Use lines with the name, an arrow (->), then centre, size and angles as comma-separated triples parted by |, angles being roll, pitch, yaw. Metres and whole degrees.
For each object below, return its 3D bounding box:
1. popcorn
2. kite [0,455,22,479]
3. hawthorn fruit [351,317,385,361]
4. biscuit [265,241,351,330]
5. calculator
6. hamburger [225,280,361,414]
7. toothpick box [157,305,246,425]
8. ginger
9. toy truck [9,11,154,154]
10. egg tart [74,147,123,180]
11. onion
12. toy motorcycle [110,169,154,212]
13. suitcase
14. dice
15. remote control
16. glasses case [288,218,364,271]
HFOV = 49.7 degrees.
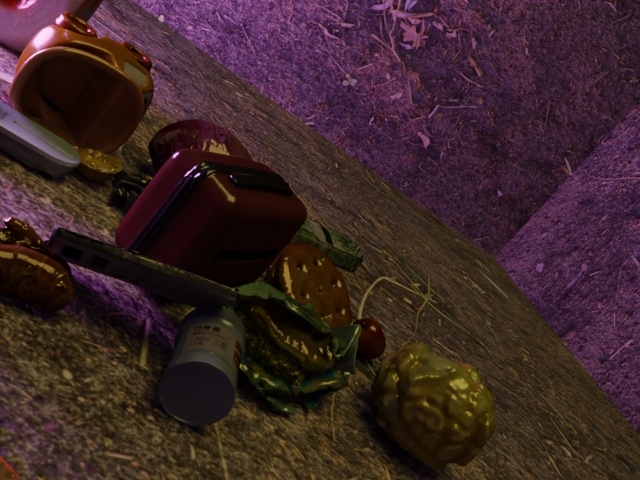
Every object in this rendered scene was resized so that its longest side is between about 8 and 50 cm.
popcorn -> 0.202, 0.293, 1.250 | 0.255, 0.194, 0.256 | 33, -3, -40
kite -> -0.422, 0.147, 0.553 | 0.378, 0.013, 0.327 | 27, 19, -32
hawthorn fruit -> 0.100, 0.214, 1.453 | 0.081, 0.081, 0.093 | -94, 161, -69
biscuit -> -0.017, 0.108, 1.369 | 0.220, 0.066, 0.220 | 35, 37, -33
calculator -> -0.255, 0.044, 0.967 | 0.262, 0.021, 0.161 | 22, -19, -20
hamburger -> -0.052, 0.149, 1.139 | 0.261, 0.150, 0.276 | 41, 16, 10
toothpick box -> -0.156, 0.166, 0.940 | 0.101, 0.101, 0.153 | 35, 17, -14
ginger -> -0.384, 0.022, 0.873 | 0.162, 0.073, 0.103 | 30, 17, -27
toy truck -> -0.461, -0.299, 1.349 | 0.288, 0.204, 0.211 | 25, 24, -42
egg tart -> -0.418, -0.139, 1.286 | 0.105, 0.039, 0.105 | 20, 18, -7
onion -> -0.223, -0.128, 1.450 | 0.267, 0.159, 0.348 | 41, 17, -30
toy motorcycle -> -0.340, -0.084, 1.295 | 0.124, 0.061, 0.193 | 11, 25, -41
suitcase -> -0.177, -0.028, 1.181 | 0.161, 0.236, 0.297 | 46, 17, 19
dice -> -0.659, -0.584, 1.597 | 0.243, 0.259, 0.251 | 37, 15, -16
remote control -> -0.527, -0.188, 1.171 | 0.247, 0.052, 0.104 | 33, 15, -19
glasses case -> 0.000, 0.000, 1.827 | 0.272, 0.062, 0.095 | 23, 22, -44
